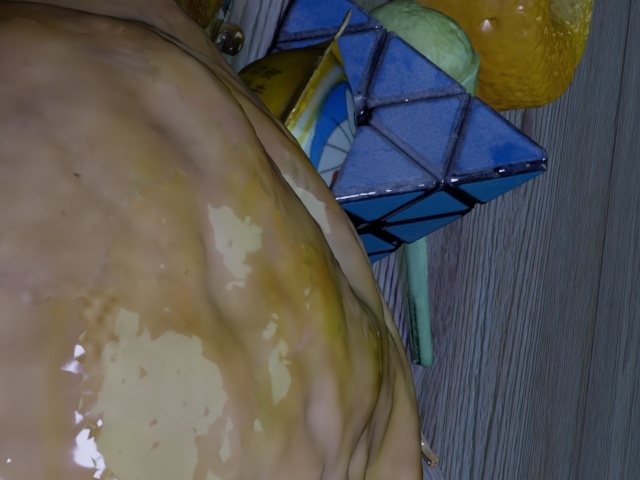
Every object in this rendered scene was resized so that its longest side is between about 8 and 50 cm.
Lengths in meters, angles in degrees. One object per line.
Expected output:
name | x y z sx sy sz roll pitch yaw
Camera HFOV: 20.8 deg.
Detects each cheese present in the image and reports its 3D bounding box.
cheese | -0.053 0.000 0.886 0.270 0.069 0.177 -60 -177 -13

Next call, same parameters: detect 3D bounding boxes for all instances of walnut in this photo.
walnut | -0.114 0.087 0.542 0.306 0.306 0.344 -35 135 -62

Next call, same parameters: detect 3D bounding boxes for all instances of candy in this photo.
candy | 0.068 -0.026 1.249 0.093 0.092 0.335 -33 138 -24

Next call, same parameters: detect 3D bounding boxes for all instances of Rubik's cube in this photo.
Rubik's cube | 0.053 -0.078 1.072 0.211 0.178 0.190 16 75 -68

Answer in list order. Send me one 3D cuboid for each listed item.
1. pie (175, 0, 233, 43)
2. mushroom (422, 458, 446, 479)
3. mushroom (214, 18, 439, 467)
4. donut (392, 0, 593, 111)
pie | -0.107 -0.157 0.811 0.302 0.067 0.302 3 90 -69
mushroom | -0.026 0.143 0.998 0.236 0.162 0.173 53 9 -44
mushroom | -0.004 0.002 0.989 0.026 0.028 0.286 -24 90 -45
donut | 0.149 -0.242 1.366 0.303 0.110 0.303 4 90 -68
